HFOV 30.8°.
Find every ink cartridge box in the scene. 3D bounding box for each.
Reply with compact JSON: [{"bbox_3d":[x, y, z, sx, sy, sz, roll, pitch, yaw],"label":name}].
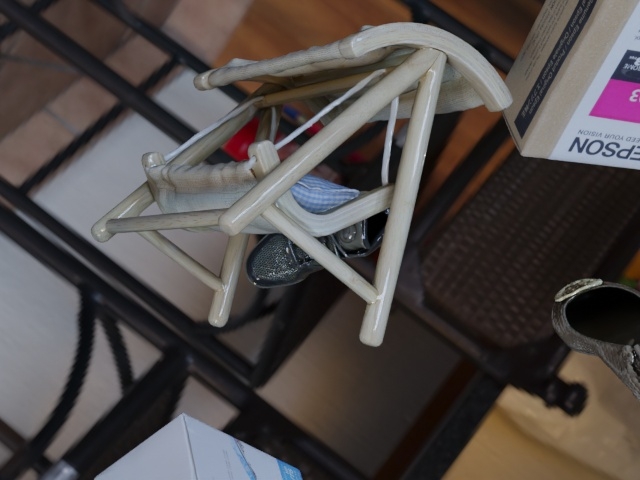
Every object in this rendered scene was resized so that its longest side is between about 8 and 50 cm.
[{"bbox_3d":[0.299,-0.155,0.994,0.088,0.234,0.193,-103,-156,-43],"label":"ink cartridge box"},{"bbox_3d":[-0.165,0.423,1.714,0.198,0.197,0.270,-37,134,19],"label":"ink cartridge box"}]

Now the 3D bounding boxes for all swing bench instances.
[{"bbox_3d":[-0.020,-0.066,0.971,0.253,0.165,0.255,-2,-126,56],"label":"swing bench"}]

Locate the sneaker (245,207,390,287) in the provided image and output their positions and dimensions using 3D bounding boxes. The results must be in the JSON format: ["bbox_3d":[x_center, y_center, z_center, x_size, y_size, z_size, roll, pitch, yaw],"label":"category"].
[{"bbox_3d":[0.000,0.000,1.598,0.227,0.087,0.130,-18,175,-1],"label":"sneaker"}]

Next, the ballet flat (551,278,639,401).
[{"bbox_3d":[0.251,0.073,0.980,0.084,0.058,0.250,-31,-163,4],"label":"ballet flat"}]
